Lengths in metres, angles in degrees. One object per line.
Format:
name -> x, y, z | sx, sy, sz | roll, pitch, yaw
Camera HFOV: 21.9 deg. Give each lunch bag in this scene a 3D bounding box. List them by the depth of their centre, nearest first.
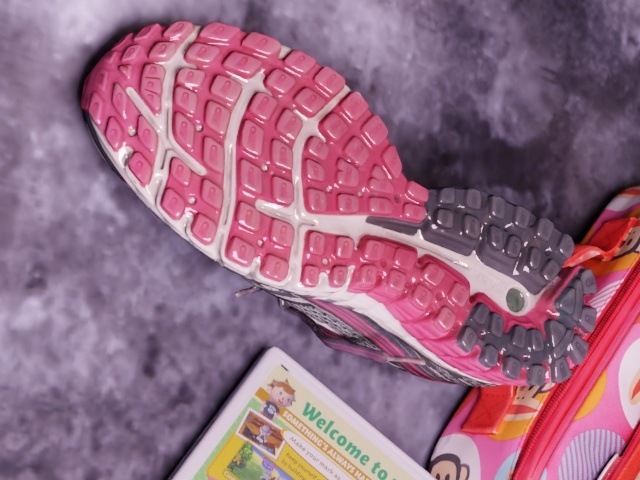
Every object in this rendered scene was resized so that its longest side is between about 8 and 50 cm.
lunch bag -> 0.200, 0.107, 1.025 | 0.258, 0.120, 0.293 | 49, 64, -25

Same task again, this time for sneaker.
sneaker -> 0.000, 0.000, 0.862 | 0.299, 0.112, 0.121 | 34, 63, -22

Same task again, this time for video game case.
video game case -> 0.000, 0.193, 0.861 | 0.212, 0.023, 0.193 | 40, 64, -7
